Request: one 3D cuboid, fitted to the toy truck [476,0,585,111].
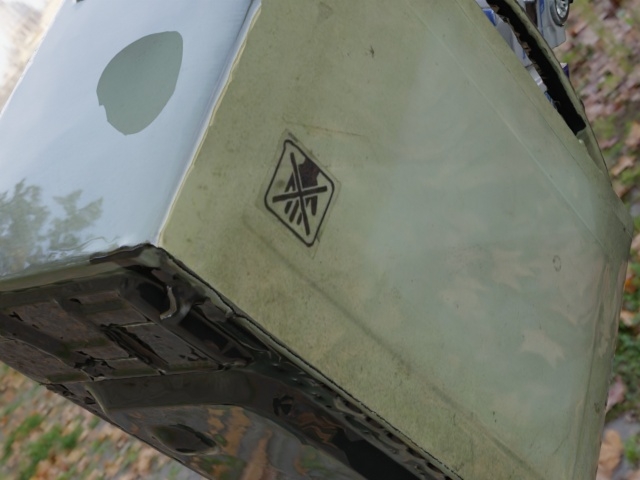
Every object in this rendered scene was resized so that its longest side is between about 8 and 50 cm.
[{"bbox_3d":[0.195,-0.144,1.033,0.124,0.268,0.155,4,28,36],"label":"toy truck"}]

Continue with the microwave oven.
[{"bbox_3d":[0.000,0.000,0.642,0.247,0.394,0.333,-8,51,41],"label":"microwave oven"}]
